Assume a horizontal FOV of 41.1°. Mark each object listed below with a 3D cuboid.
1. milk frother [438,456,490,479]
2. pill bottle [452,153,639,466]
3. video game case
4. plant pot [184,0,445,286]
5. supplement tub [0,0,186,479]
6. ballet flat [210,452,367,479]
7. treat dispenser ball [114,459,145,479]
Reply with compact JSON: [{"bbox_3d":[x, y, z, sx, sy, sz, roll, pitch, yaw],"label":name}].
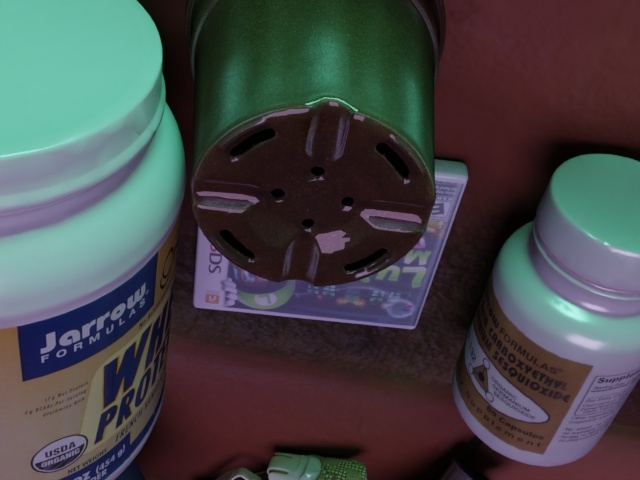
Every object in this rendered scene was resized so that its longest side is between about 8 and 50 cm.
[{"bbox_3d":[0.106,0.282,0.893,0.143,0.129,0.135,37,91,3],"label":"milk frother"},{"bbox_3d":[0.186,0.055,0.637,0.131,0.131,0.229,5,134,-5],"label":"pill bottle"},{"bbox_3d":[0.000,0.000,0.660,0.190,0.022,0.173,6,135,-6],"label":"video game case"},{"bbox_3d":[-0.002,-0.074,0.488,0.167,0.165,0.167,0,134,0],"label":"plant pot"},{"bbox_3d":[-0.203,0.008,0.525,0.228,0.228,0.316,8,134,-7],"label":"supplement tub"},{"bbox_3d":[-0.053,0.260,0.887,0.206,0.073,0.067,-24,115,18],"label":"ballet flat"},{"bbox_3d":[-0.288,0.281,0.750,0.288,0.288,0.288,0,135,0],"label":"treat dispenser ball"}]
